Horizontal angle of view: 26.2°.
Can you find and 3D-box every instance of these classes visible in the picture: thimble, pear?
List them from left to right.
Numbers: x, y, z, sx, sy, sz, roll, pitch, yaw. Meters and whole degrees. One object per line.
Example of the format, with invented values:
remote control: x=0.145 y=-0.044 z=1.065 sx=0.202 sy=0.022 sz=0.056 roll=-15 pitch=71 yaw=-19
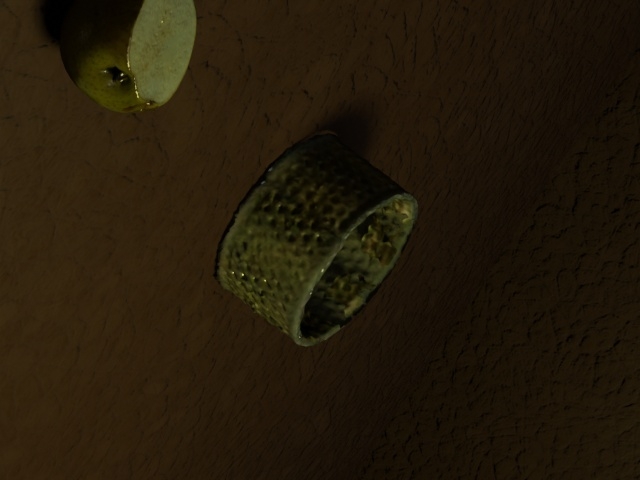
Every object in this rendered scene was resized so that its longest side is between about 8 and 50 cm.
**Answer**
pear: x=-0.182 y=-0.188 z=1.243 sx=0.141 sy=0.104 sz=0.141 roll=12 pitch=90 yaw=-73
thimble: x=0.000 y=0.000 z=1.899 sx=0.271 sy=0.150 sz=0.270 roll=-44 pitch=159 yaw=-22
